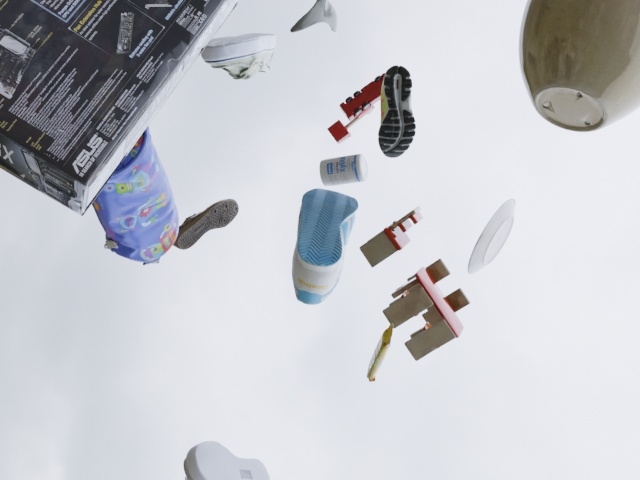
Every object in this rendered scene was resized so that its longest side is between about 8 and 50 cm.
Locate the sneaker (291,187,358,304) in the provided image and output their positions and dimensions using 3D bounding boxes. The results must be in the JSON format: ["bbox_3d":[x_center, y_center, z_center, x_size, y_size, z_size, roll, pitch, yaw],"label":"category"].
[{"bbox_3d":[0.000,0.000,1.206,0.229,0.087,0.092,-70,174,-55],"label":"sneaker"}]

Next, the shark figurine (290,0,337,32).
[{"bbox_3d":[-0.043,-0.458,1.241,0.166,0.278,0.116,-42,-177,34],"label":"shark figurine"}]

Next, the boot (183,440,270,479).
[{"bbox_3d":[-0.186,0.406,1.354,0.123,0.258,0.095,-25,-121,11],"label":"boot"}]

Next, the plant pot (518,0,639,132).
[{"bbox_3d":[0.463,-0.302,1.417,0.284,0.284,0.191,-8,-128,58],"label":"plant pot"}]

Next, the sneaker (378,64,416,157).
[{"bbox_3d":[0.169,-0.288,1.810,0.094,0.081,0.208,-94,-172,-69],"label":"sneaker"}]

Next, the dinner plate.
[{"bbox_3d":[0.282,-0.003,1.323,0.017,0.141,0.141,30,-68,23],"label":"dinner plate"}]

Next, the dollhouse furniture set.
[{"bbox_3d":[0.206,0.078,1.624,0.135,0.262,0.259,-34,-91,20],"label":"dollhouse furniture set"}]

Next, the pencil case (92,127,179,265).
[{"bbox_3d":[-0.295,-0.075,1.228,0.119,0.133,0.306,43,-19,19],"label":"pencil case"}]

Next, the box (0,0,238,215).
[{"bbox_3d":[-0.246,-0.215,0.785,0.307,0.242,0.076,-61,-173,-25],"label":"box"}]

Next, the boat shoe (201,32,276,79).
[{"bbox_3d":[-0.165,-0.397,1.782,0.109,0.302,0.094,4,-72,19],"label":"boat shoe"}]

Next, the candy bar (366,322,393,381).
[{"bbox_3d":[0.102,0.195,1.400,0.161,0.018,0.040,104,-3,-55],"label":"candy bar"}]

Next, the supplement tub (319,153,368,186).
[{"bbox_3d":[0.058,-0.173,2.014,0.107,0.071,0.071,-8,-108,18],"label":"supplement tub"}]

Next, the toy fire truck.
[{"bbox_3d":[0.101,-0.325,2.020,0.192,0.135,0.047,-36,-101,1],"label":"toy fire truck"}]

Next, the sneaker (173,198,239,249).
[{"bbox_3d":[-0.283,-0.049,1.936,0.071,0.188,0.066,23,-42,45],"label":"sneaker"}]
